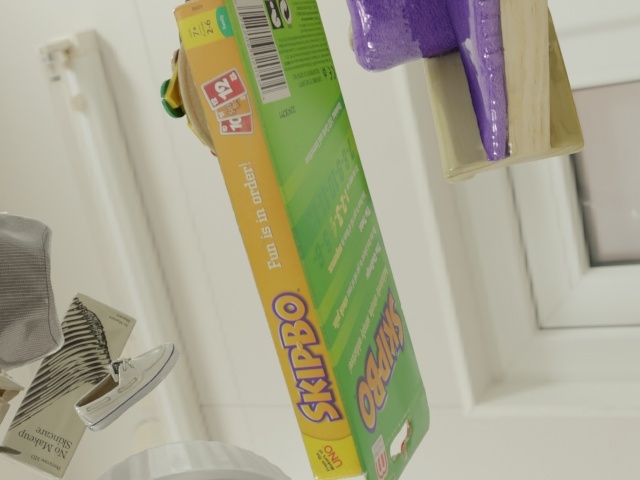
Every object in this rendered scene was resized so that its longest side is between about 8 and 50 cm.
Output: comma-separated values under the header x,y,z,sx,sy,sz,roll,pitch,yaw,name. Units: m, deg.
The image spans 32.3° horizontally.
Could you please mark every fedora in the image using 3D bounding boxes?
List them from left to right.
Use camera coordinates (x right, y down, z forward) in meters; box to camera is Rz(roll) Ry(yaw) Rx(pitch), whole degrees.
x,y,z,sx,sy,sz,roll,pitch,yaw,name
-0.326,0.052,1.111,0.124,0.275,0.244,-6,-103,-16,fedora

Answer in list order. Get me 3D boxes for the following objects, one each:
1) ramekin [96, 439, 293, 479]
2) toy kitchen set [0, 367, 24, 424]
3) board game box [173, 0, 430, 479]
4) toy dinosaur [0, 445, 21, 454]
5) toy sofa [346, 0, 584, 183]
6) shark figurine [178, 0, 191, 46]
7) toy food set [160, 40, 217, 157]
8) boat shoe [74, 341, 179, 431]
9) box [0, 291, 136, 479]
x,y,z,sx,sy,sz,roll,pitch,yaw,name
-0.108,0.295,0.937,0.127,0.272,0.273,-132,24,-70,ramekin
-0.260,0.125,0.784,0.075,0.083,0.068,-63,-28,5,toy kitchen set
0.000,0.000,0.572,0.124,0.039,0.260,-35,-72,-67,board game box
-0.560,0.371,1.543,0.160,0.313,0.121,-100,0,-48,toy dinosaur
0.090,-0.192,0.791,0.362,0.177,0.150,67,-167,-61,toy sofa
-0.161,-0.390,1.449,0.166,0.278,0.116,38,-138,-1,shark figurine
-0.057,-0.086,0.623,0.082,0.020,0.083,52,-140,-41,toy food set
-0.164,0.116,0.933,0.100,0.035,0.035,-40,-62,-11,boat shoe
-0.396,0.228,1.728,0.113,0.094,0.275,26,-111,-12,box
